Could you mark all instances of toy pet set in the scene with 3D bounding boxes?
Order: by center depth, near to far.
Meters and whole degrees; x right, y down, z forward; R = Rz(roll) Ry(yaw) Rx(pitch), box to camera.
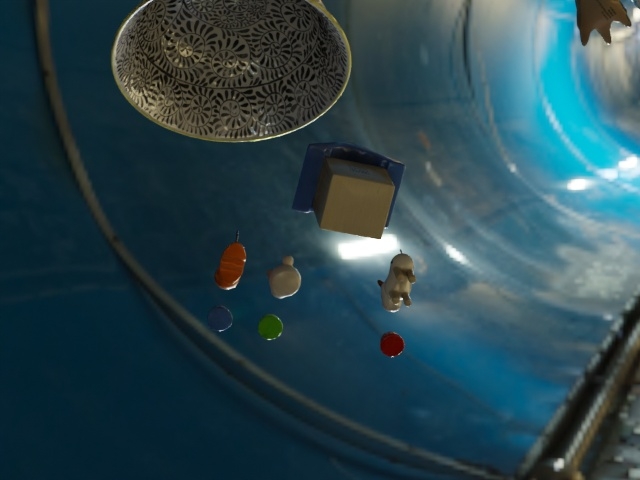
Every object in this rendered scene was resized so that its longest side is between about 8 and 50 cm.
[{"bbox_3d":[0.000,0.000,0.689,0.065,0.122,0.114,-109,32,-68],"label":"toy pet set"}]

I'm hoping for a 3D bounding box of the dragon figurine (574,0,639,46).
[{"bbox_3d":[0.175,-0.174,0.630,0.289,0.085,0.144,19,-137,-34],"label":"dragon figurine"}]

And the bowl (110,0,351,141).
[{"bbox_3d":[-0.064,-0.154,0.814,0.170,0.170,0.080,58,-155,-54],"label":"bowl"}]
